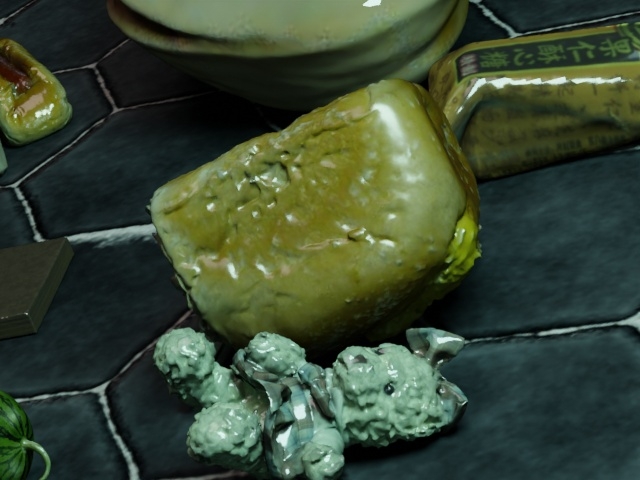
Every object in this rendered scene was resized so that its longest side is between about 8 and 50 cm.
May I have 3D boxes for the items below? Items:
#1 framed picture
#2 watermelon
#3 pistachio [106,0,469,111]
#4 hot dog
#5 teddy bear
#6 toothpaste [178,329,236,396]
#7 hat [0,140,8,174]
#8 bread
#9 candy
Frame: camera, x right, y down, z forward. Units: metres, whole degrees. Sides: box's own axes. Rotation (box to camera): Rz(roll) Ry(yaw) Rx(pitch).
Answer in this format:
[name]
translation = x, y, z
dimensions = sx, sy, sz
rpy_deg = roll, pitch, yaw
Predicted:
[framed picture]
translation = -0.316, 0.053, 1.663
dimensions = 0.168, 0.023, 0.128
rpy_deg = -11, 29, 17
[watermelon]
translation = -0.258, 0.152, 1.377
dimensions = 0.109, 0.109, 0.109
rpy_deg = -15, 29, 9
[pistachio]
translation = -0.023, -0.279, 1.781
dimensions = 0.365, 0.281, 0.445
rpy_deg = -28, 34, -22
[hot dog]
translation = -0.345, -0.173, 2.021
dimensions = 0.084, 0.073, 0.242
rpy_deg = -24, 29, -17
[teddy bear]
translation = -0.007, 0.124, 1.285
dimensions = 0.213, 0.111, 0.133
rpy_deg = -3, 46, -18
[toothpaste]
translation = -0.073, 0.064, 1.483
dimensions = 0.049, 0.031, 0.204
rpy_deg = -5, 30, 22
[hat]
translation = -0.454, -0.093, 1.899
dimensions = 0.214, 0.149, 0.244
rpy_deg = 9, 30, 42
[bread]
translation = 0.000, 0.000, 1.394
dimensions = 0.246, 0.176, 0.195
rpy_deg = -23, -4, 14
[candy]
translation = 0.220, -0.127, 1.561
dimensions = 0.271, 0.101, 0.143
rpy_deg = -10, 36, 7
